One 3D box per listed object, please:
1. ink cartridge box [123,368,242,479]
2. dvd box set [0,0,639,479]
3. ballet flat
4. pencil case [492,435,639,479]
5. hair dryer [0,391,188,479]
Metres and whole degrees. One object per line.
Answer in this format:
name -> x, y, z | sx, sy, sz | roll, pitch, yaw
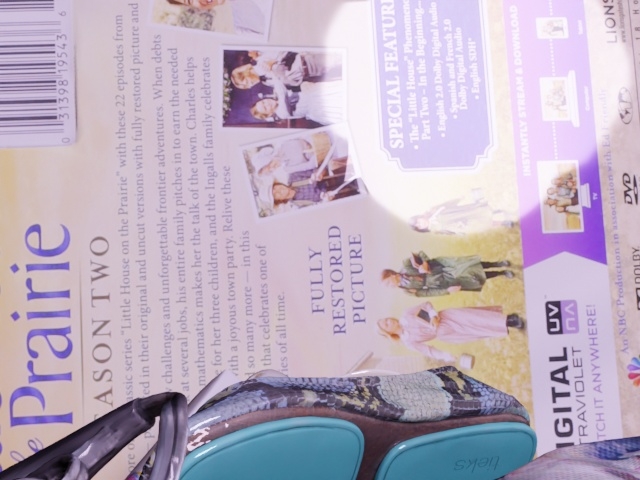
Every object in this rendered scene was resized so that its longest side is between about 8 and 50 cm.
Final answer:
ink cartridge box -> -0.047, 0.127, 0.434 | 0.088, 0.052, 0.122 | 41, 51, -1
dvd box set -> 0.000, 0.000, 0.538 | 0.420, 0.308, 0.062 | -3, -8, -6
ballet flat -> 0.002, 0.078, 0.420 | 0.188, 0.070, 0.070 | 8, 12, -40
pencil case -> 0.113, 0.134, 0.370 | 0.410, 0.160, 0.183 | -11, 21, -26
hair dryer -> -0.156, 0.146, 0.344 | 0.223, 0.080, 0.293 | -31, 4, -33
